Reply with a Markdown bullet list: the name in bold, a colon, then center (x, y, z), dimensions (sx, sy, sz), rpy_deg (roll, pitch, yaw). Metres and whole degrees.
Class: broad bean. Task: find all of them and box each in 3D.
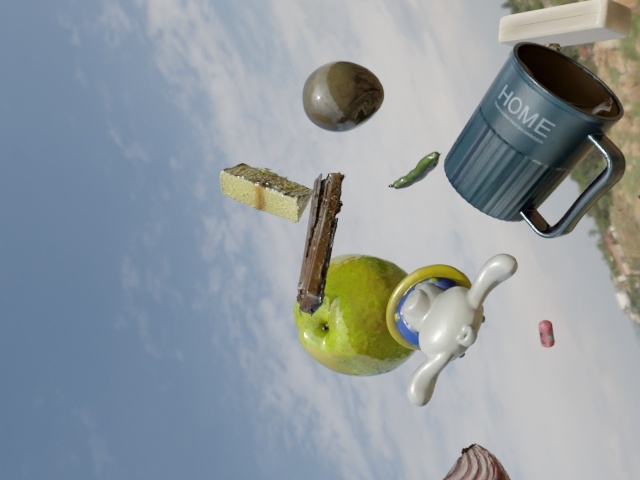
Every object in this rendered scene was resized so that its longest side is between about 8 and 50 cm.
- **broad bean**: center (0.313, -0.219, 2.079), dimensions (0.065, 0.254, 0.046), rpy_deg (21, -121, -22)

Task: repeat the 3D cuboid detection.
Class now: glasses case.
- **glasses case**: center (0.659, -0.585, 1.768), dimensions (0.144, 0.336, 0.076), rpy_deg (1, -83, -37)

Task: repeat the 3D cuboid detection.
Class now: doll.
- **doll**: center (0.230, 0.114, 1.212), dimensions (0.159, 0.311, 0.242), rpy_deg (37, -159, 1)

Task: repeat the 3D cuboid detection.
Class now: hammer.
- **hammer**: center (0.633, 0.262, 1.808), dimensions (0.043, 0.043, 0.083), rpy_deg (-67, -35, -60)

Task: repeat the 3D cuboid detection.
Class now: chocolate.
- **chocolate**: center (-0.005, -0.003, 1.361), dimensions (0.065, 0.102, 0.329), rpy_deg (16, -122, -10)

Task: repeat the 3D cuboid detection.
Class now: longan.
- **longan**: center (0.069, -0.430, 1.942), dimensions (0.248, 0.248, 0.248), rpy_deg (48, -151, -39)

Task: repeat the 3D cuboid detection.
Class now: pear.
- **pear**: center (0.101, 0.215, 1.861), dimensions (0.391, 0.391, 0.391), rpy_deg (48, -151, -39)

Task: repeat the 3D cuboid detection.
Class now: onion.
- **onion**: center (0.371, 0.607, 1.440), dimensions (0.250, 0.111, 0.247), rpy_deg (-35, -77, -38)

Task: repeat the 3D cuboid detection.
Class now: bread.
- **bread**: center (-0.163, -0.150, 1.947), dimensions (0.266, 0.142, 0.178), rpy_deg (24, -147, 10)

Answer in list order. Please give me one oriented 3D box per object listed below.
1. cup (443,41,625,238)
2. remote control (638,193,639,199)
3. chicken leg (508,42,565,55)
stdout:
- **cup**: center (0.440, -0.192, 1.312), dimensions (0.308, 0.292, 0.242), rpy_deg (37, -140, 6)
- **remote control**: center (0.873, -0.150, 1.719), dimensions (0.034, 0.091, 0.016), rpy_deg (-9, -142, -41)
- **chicken leg**: center (0.516, -0.433, 1.563), dimensions (0.196, 0.125, 0.080), rpy_deg (43, -115, -73)
